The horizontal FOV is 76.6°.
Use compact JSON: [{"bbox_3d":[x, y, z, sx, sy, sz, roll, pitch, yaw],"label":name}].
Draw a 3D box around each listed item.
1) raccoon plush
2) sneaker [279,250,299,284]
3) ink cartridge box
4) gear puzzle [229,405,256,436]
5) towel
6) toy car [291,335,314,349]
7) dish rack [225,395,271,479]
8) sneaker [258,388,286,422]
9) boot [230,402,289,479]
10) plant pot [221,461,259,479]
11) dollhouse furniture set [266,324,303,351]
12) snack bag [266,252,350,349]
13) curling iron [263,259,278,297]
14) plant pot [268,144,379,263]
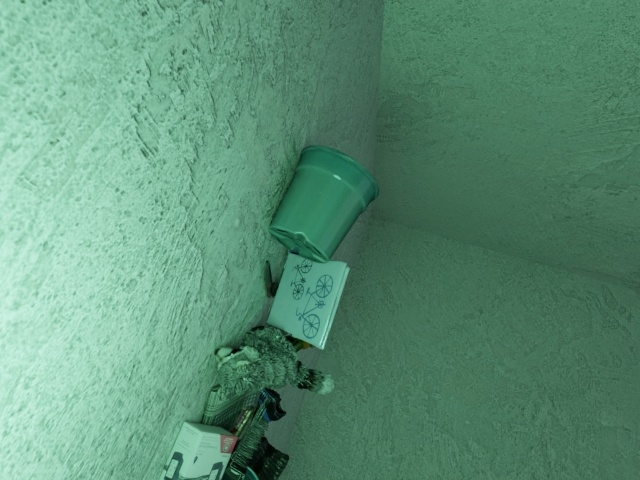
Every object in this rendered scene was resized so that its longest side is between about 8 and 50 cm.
[{"bbox_3d":[-0.147,0.460,1.398,0.299,0.447,0.216,-93,-162,-79],"label":"raccoon plush"},{"bbox_3d":[-0.109,0.086,1.772,0.182,0.128,0.315,83,20,-52],"label":"sneaker"},{"bbox_3d":[-0.391,0.713,1.273,0.172,0.100,0.237,41,64,-48],"label":"ink cartridge box"},{"bbox_3d":[-0.348,0.750,1.461,0.338,0.044,0.175,-58,173,-17],"label":"gear puzzle"},{"bbox_3d":[-0.333,0.662,1.530,0.324,0.056,0.311,4,104,-63],"label":"towel"},{"bbox_3d":[-0.093,0.539,2.384,0.136,0.159,0.181,-156,-99,-68],"label":"toy car"},{"bbox_3d":[-0.237,0.686,1.424,0.271,0.074,0.208,-59,180,-15],"label":"dish rack"},{"bbox_3d":[-0.225,0.655,1.729,0.232,0.091,0.081,65,12,-1],"label":"sneaker"},{"bbox_3d":[-0.241,0.881,1.774,0.347,0.260,0.131,-64,162,1],"label":"boot"},{"bbox_3d":[-0.377,1.011,1.530,0.271,0.272,0.255,-59,175,-47],"label":"plant pot"},{"bbox_3d":[-0.233,0.433,1.782,0.302,0.151,0.197,-24,117,-45],"label":"dollhouse furniture set"},{"bbox_3d":[-0.060,0.219,1.568,0.037,0.343,0.322,26,77,-43],"label":"snack bag"},{"bbox_3d":[-0.204,0.152,1.612,0.274,0.035,0.068,88,19,-57],"label":"curling iron"},{"bbox_3d":[-0.005,-0.116,1.517,0.334,0.341,0.341,-61,164,-18],"label":"plant pot"}]
